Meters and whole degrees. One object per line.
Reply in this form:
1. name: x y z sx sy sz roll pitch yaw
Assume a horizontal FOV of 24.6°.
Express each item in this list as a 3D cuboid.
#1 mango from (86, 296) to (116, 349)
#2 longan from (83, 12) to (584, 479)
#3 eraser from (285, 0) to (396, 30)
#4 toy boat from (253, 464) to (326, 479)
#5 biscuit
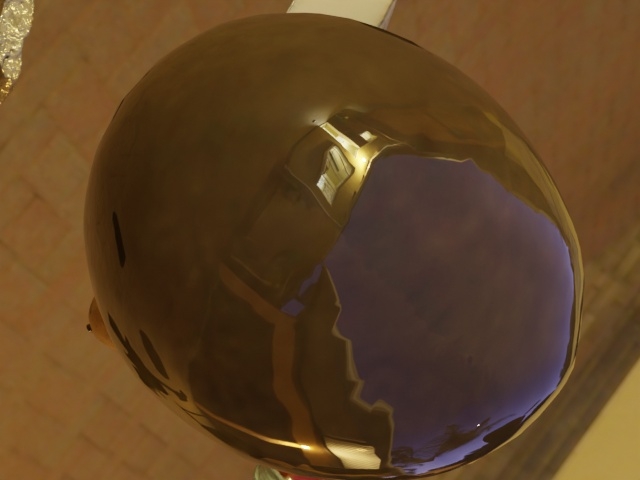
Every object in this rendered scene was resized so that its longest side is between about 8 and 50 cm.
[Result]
1. mango: -0.193 0.069 1.819 0.147 0.109 0.227 5 153 -45
2. longan: 0.000 0.000 0.699 0.215 0.246 0.246 -35 167 7
3. eraser: -0.031 -0.065 1.393 0.213 0.082 0.397 -62 174 -48
4. toy boat: -0.010 0.330 1.970 0.133 0.145 0.332 -64 164 -1
5. biscuit: -0.345 -0.247 1.611 0.265 0.040 0.188 -113 -139 -57
